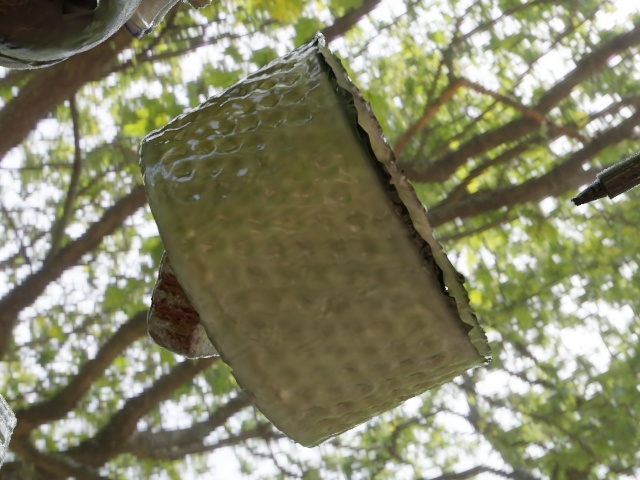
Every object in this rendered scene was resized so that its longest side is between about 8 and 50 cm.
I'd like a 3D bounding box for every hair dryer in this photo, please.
[{"bbox_3d":[0.380,-0.096,1.163,0.255,0.128,0.070,-31,-87,10],"label":"hair dryer"}]

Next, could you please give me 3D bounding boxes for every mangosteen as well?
[{"bbox_3d":[-0.268,-0.243,0.915,0.289,0.231,0.231,-26,-45,35],"label":"mangosteen"}]

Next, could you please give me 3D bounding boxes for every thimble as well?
[{"bbox_3d":[0.000,0.000,0.797,0.150,0.271,0.271,-28,-48,8],"label":"thimble"}]

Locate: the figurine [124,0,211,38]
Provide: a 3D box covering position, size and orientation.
[{"bbox_3d":[-0.084,-0.304,1.166,0.274,0.194,0.133,-20,-81,36],"label":"figurine"}]

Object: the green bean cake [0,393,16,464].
[{"bbox_3d":[-0.470,0.244,1.242,0.227,0.222,0.125,-22,-69,4],"label":"green bean cake"}]

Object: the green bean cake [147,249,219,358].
[{"bbox_3d":[-0.149,0.046,1.551,0.198,0.097,0.232,-5,-67,-68],"label":"green bean cake"}]
